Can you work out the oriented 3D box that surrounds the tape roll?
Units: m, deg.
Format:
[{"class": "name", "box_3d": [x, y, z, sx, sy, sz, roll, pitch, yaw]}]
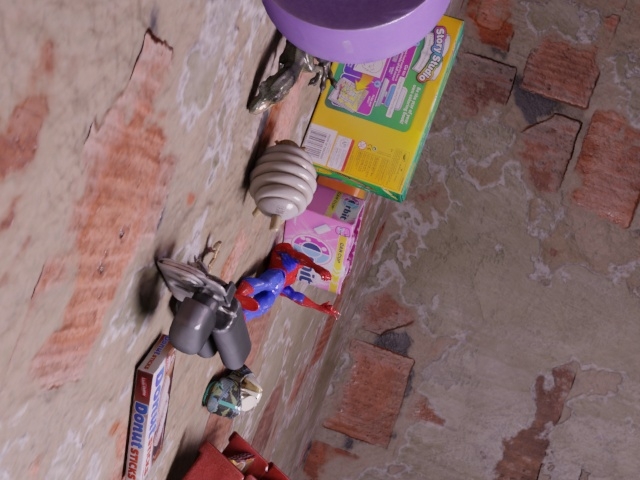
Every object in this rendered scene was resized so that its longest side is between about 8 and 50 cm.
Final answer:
[{"class": "tape roll", "box_3d": [0.030, -0.261, 0.858, 0.080, 0.189, 0.188, 65, 45, -77]}]

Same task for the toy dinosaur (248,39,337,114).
[{"class": "toy dinosaur", "box_3d": [-0.006, -0.246, 1.109, 0.118, 0.064, 0.268, 62, 44, -69]}]

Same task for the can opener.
[{"class": "can opener", "box_3d": [-0.128, 0.090, 1.029, 0.280, 0.074, 0.093, 83, 32, -71]}]

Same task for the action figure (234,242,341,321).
[{"class": "action figure", "box_3d": [-0.040, 0.079, 1.386, 0.280, 0.139, 0.091, -56, 165, -68]}]

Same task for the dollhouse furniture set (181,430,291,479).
[{"class": "dollhouse furniture set", "box_3d": [-0.195, 0.469, 1.356, 0.374, 0.152, 0.201, -52, 170, -4]}]

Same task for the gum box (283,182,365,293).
[{"class": "gum box", "box_3d": [0.000, 0.000, 1.525, 0.188, 0.107, 0.062, 100, 13, -50]}]

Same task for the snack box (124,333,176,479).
[{"class": "snack box", "box_3d": [-0.187, 0.188, 1.053, 0.064, 0.022, 0.178, -60, 166, -54]}]

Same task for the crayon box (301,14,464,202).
[{"class": "crayon box", "box_3d": [0.092, -0.215, 1.426, 0.081, 0.166, 0.278, 43, 67, -81]}]

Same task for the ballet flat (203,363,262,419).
[{"class": "ballet flat", "box_3d": [-0.121, 0.229, 1.425, 0.188, 0.070, 0.070, -22, 130, -79]}]

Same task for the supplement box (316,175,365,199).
[{"class": "supplement box", "box_3d": [0.033, -0.057, 1.717, 0.233, 0.080, 0.078, 87, 24, -65]}]

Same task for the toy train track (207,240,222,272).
[{"class": "toy train track", "box_3d": [-0.133, 0.037, 1.091, 0.048, 0.014, 0.083, -67, 180, -73]}]

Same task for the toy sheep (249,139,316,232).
[{"class": "toy sheep", "box_3d": [-0.047, -0.066, 1.164, 0.091, 0.091, 0.132, 92, 1, -63]}]
